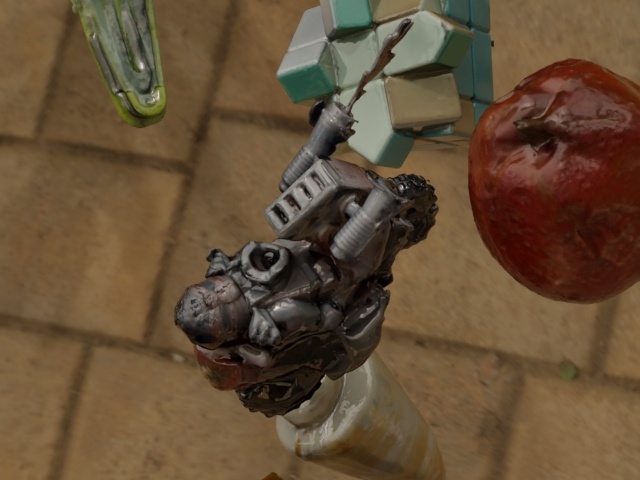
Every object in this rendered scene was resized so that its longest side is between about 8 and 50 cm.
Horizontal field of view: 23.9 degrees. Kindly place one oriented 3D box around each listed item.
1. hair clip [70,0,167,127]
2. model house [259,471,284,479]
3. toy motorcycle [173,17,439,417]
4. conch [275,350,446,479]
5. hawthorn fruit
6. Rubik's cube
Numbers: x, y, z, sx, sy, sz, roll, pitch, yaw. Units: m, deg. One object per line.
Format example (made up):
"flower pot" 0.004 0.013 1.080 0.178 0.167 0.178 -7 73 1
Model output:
"hair clip" -0.136 -0.167 1.010 0.060 0.033 0.188 -12 88 -25
"model house" -0.070 0.306 1.210 0.229 0.199 0.219 -13 83 24
"toy motorcycle" 0.000 0.000 1.308 0.401 0.207 0.134 -54 50 24
"conch" 0.033 0.199 1.541 0.158 0.255 0.127 -14 36 46
"hawthorn fruit" 0.191 -0.043 1.075 0.173 0.179 0.173 1 51 -1
"Rubik's cube" 0.082 -0.211 1.723 0.224 0.213 0.265 -6 85 32
